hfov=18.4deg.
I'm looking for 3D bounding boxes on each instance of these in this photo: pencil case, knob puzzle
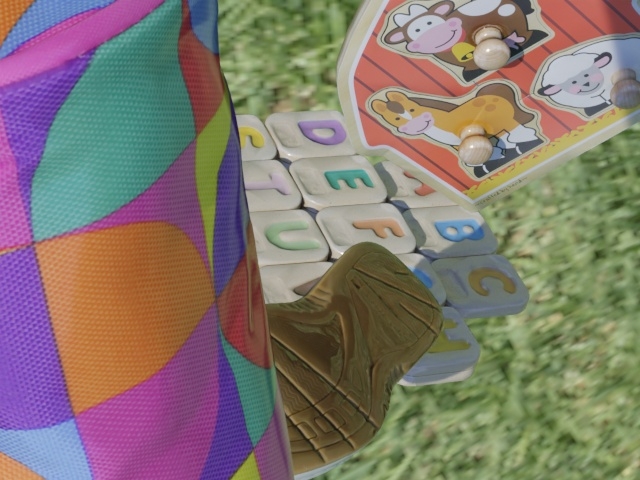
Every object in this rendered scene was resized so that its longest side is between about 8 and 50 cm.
[{"bbox_3d":[-0.055,0.034,0.440,0.104,0.104,0.236,13,133,24],"label":"pencil case"},{"bbox_3d":[0.094,-0.087,1.048,0.213,0.213,0.030,-28,50,27],"label":"knob puzzle"}]

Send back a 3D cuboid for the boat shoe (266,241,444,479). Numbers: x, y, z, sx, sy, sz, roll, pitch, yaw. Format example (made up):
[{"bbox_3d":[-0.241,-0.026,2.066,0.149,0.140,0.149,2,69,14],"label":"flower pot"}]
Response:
[{"bbox_3d":[-0.019,0.087,1.080,0.098,0.277,0.096,49,118,6],"label":"boat shoe"}]

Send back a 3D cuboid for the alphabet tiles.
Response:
[{"bbox_3d":[0.000,0.000,1.402,0.284,0.278,0.021,-118,34,-43],"label":"alphabet tiles"}]
